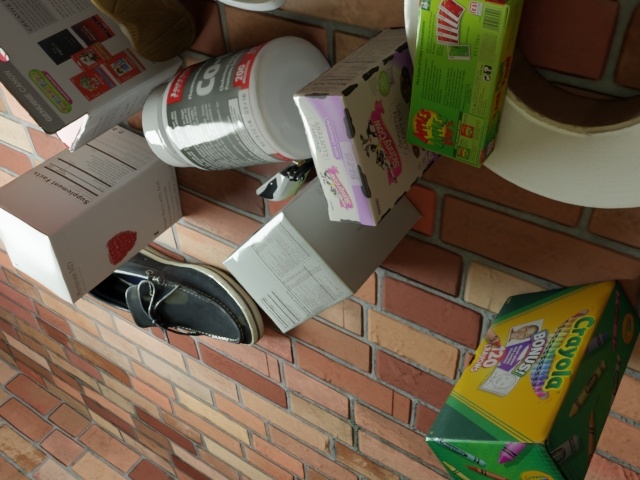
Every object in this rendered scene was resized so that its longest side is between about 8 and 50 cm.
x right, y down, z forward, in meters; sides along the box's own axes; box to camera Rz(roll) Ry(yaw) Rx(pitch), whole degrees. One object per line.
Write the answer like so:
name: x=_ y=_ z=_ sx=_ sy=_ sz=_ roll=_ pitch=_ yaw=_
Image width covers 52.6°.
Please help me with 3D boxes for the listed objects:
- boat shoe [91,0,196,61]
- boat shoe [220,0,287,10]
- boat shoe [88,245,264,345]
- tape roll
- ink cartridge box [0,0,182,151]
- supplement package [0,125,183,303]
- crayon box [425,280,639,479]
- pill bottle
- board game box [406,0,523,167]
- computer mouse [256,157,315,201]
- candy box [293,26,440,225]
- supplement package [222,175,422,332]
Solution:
boat shoe: x=-0.253 y=-0.339 z=0.901 sx=0.096 sy=0.098 sz=0.277 roll=58 pitch=-179 yaw=9
boat shoe: x=-0.146 y=-0.366 z=0.844 sx=0.301 sy=0.108 sz=0.102 roll=29 pitch=180 yaw=21
boat shoe: x=-0.341 y=0.129 z=1.430 sx=0.500 sy=0.156 sz=0.187 roll=20 pitch=134 yaw=27
tape roll: x=0.267 y=-0.211 z=0.629 sx=0.392 sy=0.072 sz=0.392 roll=24 pitch=137 yaw=24
ink cartridge box: x=-0.428 y=-0.312 z=1.007 sx=0.309 sy=0.272 sz=0.130 roll=50 pitch=142 yaw=-5
supplement package: x=-0.430 y=-0.059 z=1.223 sx=0.175 sy=0.293 sz=0.178 roll=26 pitch=139 yaw=23
crayon box: x=0.271 y=0.174 z=0.807 sx=0.165 sy=0.278 sz=0.081 roll=-17 pitch=113 yaw=49
pill bottle: x=-0.125 y=-0.185 z=0.936 sx=0.283 sy=0.161 sz=0.161 roll=-1 pitch=124 yaw=42
board game box: x=0.147 y=-0.174 z=0.679 sx=0.092 sy=0.043 sz=0.181 roll=24 pitch=137 yaw=25
computer mouse: x=-0.037 y=-0.099 z=1.001 sx=0.042 sy=0.106 sz=0.193 roll=53 pitch=151 yaw=-6
candy box: x=0.070 y=-0.139 z=0.772 sx=0.070 sy=0.196 sz=0.165 roll=10 pitch=131 yaw=37
supplement package: x=0.000 y=0.000 z=0.965 sx=0.149 sy=0.194 sz=0.203 roll=49 pitch=142 yaw=-4
